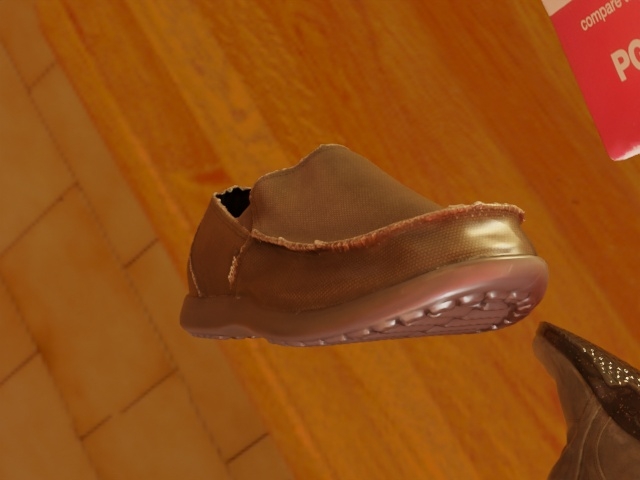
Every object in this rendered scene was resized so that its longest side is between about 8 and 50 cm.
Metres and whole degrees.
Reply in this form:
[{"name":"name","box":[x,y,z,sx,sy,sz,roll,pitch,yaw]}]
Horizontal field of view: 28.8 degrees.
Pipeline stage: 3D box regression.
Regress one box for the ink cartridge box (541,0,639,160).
[{"name":"ink cartridge box","box":[0.139,-0.169,0.407,0.237,0.172,0.100,68,157,3]}]

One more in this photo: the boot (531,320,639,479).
[{"name":"boot","box":[0.258,0.227,1.282,0.118,0.338,0.222,27,98,-15]}]

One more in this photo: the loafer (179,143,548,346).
[{"name":"loafer","box":[0.000,0.000,0.809,0.366,0.134,0.130,-6,86,58]}]
